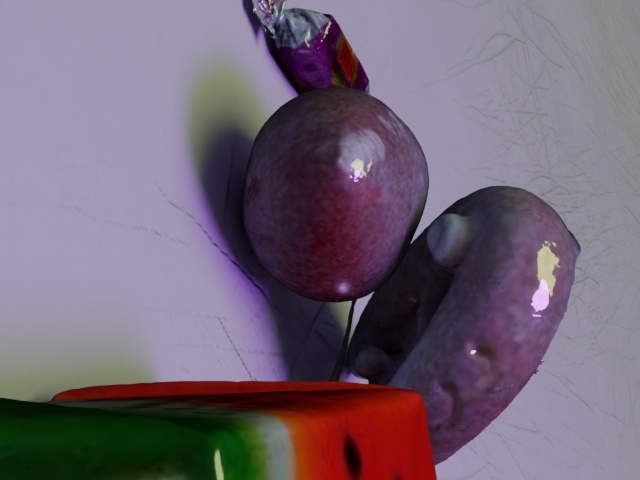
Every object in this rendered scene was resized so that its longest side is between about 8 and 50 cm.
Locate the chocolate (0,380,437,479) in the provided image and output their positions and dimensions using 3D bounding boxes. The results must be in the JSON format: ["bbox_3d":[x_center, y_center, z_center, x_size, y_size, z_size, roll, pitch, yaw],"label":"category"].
[{"bbox_3d":[-0.039,0.226,0.752,0.341,0.162,0.360,5,74,-72],"label":"chocolate"}]

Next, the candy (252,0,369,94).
[{"bbox_3d":[0.002,-0.118,1.215,0.175,0.043,0.045,54,41,-50],"label":"candy"}]

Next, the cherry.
[{"bbox_3d":[0.003,-0.001,1.064,0.115,0.148,0.188,19,78,-18],"label":"cherry"}]

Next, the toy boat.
[{"bbox_3d":[0.066,0.051,1.111,0.085,0.227,0.155,26,46,-17],"label":"toy boat"}]
